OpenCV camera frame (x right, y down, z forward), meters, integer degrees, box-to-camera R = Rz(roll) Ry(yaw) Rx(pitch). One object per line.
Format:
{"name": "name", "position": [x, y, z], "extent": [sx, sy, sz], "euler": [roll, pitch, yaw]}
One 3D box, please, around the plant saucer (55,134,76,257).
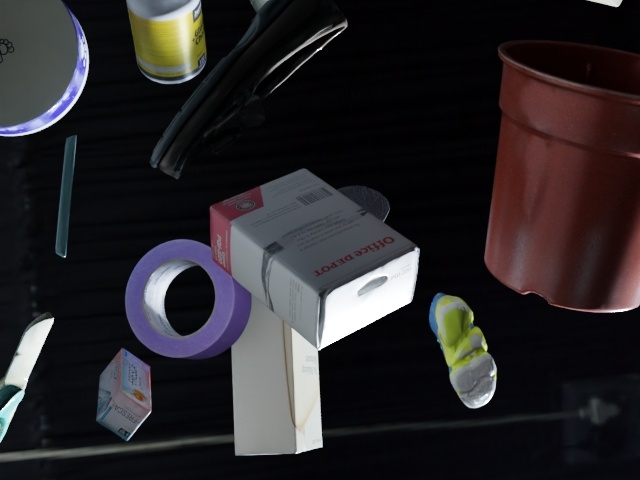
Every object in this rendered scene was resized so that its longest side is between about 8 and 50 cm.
{"name": "plant saucer", "position": [-0.402, -0.069, 1.631], "extent": [0.067, 0.018, 0.192], "euler": [177, -81, -74]}

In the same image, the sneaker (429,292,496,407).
{"name": "sneaker", "position": [0.273, 0.202, 2.009], "extent": [0.126, 0.091, 0.240], "euler": [-119, -168, -68]}

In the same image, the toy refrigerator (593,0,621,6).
{"name": "toy refrigerator", "position": [0.501, -0.540, 1.730], "extent": [0.102, 0.094, 0.269], "euler": [31, -86, 46]}

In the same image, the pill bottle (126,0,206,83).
{"name": "pill bottle", "position": [-0.217, -0.317, 1.452], "extent": [0.184, 0.103, 0.103], "euler": [91, -12, -53]}

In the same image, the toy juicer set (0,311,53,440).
{"name": "toy juicer set", "position": [-0.389, 0.246, 1.108], "extent": [0.089, 0.329, 0.209], "euler": [37, -36, 8]}

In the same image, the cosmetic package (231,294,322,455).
{"name": "cosmetic package", "position": [-0.075, 0.203, 1.762], "extent": [0.160, 0.113, 0.309], "euler": [20, 66, -73]}

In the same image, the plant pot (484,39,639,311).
{"name": "plant pot", "position": [0.318, -0.075, 1.221], "extent": [0.272, 0.272, 0.265], "euler": [-120, -145, -62]}

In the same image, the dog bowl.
{"name": "dog bowl", "position": [-0.524, -0.309, 1.715], "extent": [0.104, 0.265, 0.264], "euler": [-176, -98, -84]}

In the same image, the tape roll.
{"name": "tape roll", "position": [-0.212, 0.096, 1.665], "extent": [0.080, 0.189, 0.189], "euler": [28, 53, -70]}

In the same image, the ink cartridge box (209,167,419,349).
{"name": "ink cartridge box", "position": [-0.010, 0.016, 1.266], "extent": [0.218, 0.159, 0.092], "euler": [36, -43, 38]}

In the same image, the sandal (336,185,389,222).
{"name": "sandal", "position": [-0.001, 0.000, 1.684], "extent": [0.097, 0.254, 0.054], "euler": [51, -9, 10]}

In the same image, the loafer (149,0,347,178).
{"name": "loafer", "position": [-0.072, -0.166, 1.099], "extent": [0.267, 0.084, 0.096], "euler": [-54, -174, -9]}

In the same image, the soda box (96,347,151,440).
{"name": "soda box", "position": [-0.301, 0.233, 1.589], "extent": [0.063, 0.058, 0.183], "euler": [-51, -164, 5]}

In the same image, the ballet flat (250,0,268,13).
{"name": "ballet flat", "position": [-0.099, -0.434, 1.519], "extent": [0.072, 0.068, 0.213], "euler": [48, -43, 44]}
